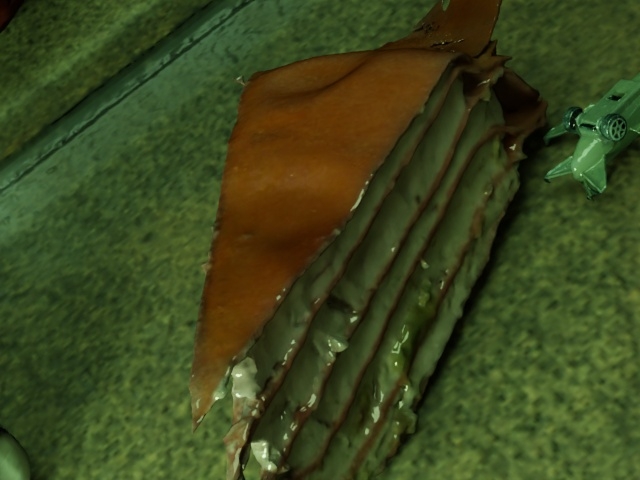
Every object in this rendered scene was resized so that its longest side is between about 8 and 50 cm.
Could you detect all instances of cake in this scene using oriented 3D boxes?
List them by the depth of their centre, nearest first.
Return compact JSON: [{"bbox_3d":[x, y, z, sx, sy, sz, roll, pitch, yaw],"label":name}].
[{"bbox_3d":[0.002,0.005,0.781,0.135,0.098,0.287,3,50,29],"label":"cake"}]

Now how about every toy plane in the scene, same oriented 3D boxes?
[{"bbox_3d":[0.137,-0.055,0.799,0.083,0.033,0.080,-50,33,-17],"label":"toy plane"}]

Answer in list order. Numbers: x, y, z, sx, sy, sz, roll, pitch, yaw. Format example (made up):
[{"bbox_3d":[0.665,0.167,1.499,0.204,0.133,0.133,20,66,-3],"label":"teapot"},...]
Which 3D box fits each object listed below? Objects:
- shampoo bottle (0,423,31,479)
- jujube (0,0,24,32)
[{"bbox_3d":[-0.277,0.122,0.849,0.284,0.071,0.153,12,62,38],"label":"shampoo bottle"},{"bbox_3d":[-0.285,-0.176,1.025,0.243,0.183,0.183,-9,49,8],"label":"jujube"}]
